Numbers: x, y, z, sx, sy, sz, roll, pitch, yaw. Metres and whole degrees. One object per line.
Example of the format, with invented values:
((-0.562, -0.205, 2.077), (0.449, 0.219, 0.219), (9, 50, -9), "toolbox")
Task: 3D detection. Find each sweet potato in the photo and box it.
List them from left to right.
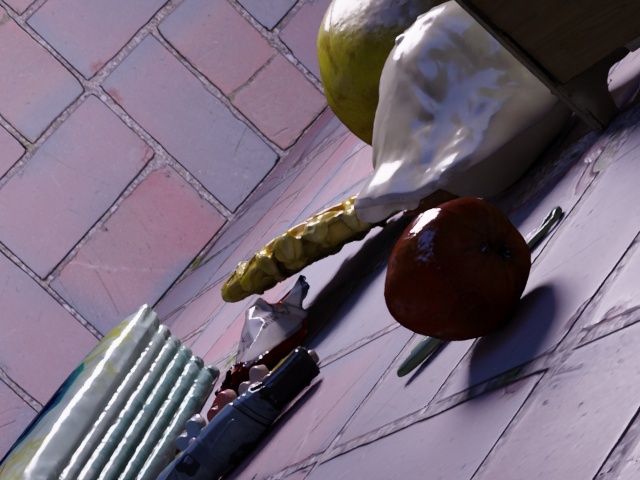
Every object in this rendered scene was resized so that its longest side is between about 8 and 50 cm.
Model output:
((0.133, -0.051, 2.138), (0.095, 0.034, 0.034), (-30, 15, 28), "sweet potato")

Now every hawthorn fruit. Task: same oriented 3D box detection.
((0.109, 0.028, 1.549), (0.128, 0.128, 0.128), (-45, 7, 8), "hawthorn fruit")

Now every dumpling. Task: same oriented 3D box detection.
((0.142, -0.135, 1.925), (0.318, 0.187, 0.243), (-36, 9, 39), "dumpling")

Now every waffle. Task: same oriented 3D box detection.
((-0.001, -0.002, 2.295), (0.250, 0.056, 0.261), (-29, -5, -35), "waffle")

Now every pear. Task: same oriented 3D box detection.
((0.127, -0.223, 2.245), (0.269, 0.269, 0.321), (-49, 20, -20), "pear")

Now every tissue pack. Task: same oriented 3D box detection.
((-0.293, 0.286, 2.198), (0.287, 0.162, 0.388), (-48, 6, 32), "tissue pack")

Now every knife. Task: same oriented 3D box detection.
((0.140, 0.045, 1.668), (0.207, 0.014, 0.030), (-45, 8, -2), "knife")

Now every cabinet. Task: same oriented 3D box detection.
((0.261, -0.312, 1.714), (0.227, 0.318, 0.290), (-52, 9, -30), "cabinet")

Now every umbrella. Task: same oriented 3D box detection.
((-0.100, 0.207, 1.979), (0.250, 0.053, 0.052), (-47, 7, 3), "umbrella")

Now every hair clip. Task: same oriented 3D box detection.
((-0.088, 0.184, 2.047), (0.214, 0.062, 0.056), (-39, -21, 17), "hair clip")

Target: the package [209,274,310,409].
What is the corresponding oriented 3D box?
((-0.065, 0.118, 2.255), (0.194, 0.071, 0.269), (-46, -6, -14), "package")
